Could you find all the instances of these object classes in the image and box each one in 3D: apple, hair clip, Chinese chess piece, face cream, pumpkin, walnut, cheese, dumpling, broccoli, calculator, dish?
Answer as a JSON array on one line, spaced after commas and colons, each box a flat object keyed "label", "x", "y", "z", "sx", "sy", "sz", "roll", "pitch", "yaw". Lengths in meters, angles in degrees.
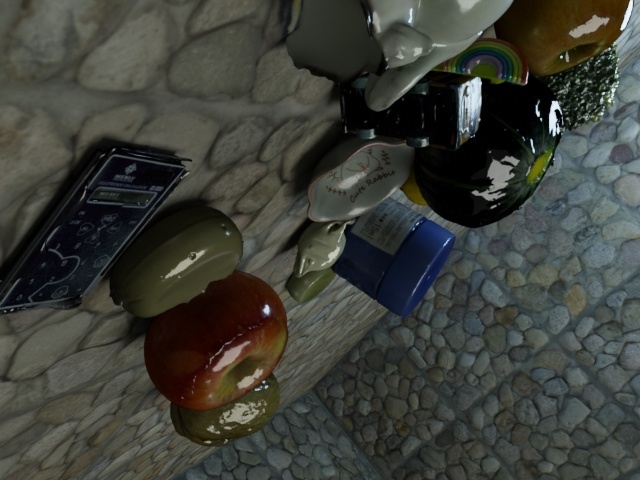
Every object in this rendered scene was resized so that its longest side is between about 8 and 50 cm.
[{"label": "apple", "x": -0.195, "y": 0.177, "z": 1.099, "sx": 0.272, "sy": 0.206, "sz": 0.251, "roll": -43, "pitch": 153, "yaw": -3}, {"label": "hair clip", "x": 0.176, "y": -0.235, "z": 0.762, "sx": 0.060, "sy": 0.188, "sz": 0.033, "roll": -66, "pitch": 150, "yaw": -20}, {"label": "apple", "x": 0.408, "y": -0.408, "z": 1.013, "sx": 0.236, "sy": 0.208, "sz": 0.237, "roll": -15, "pitch": 168, "yaw": -3}, {"label": "Chinese chess piece", "x": -0.022, "y": 0.100, "z": 1.544, "sx": 0.144, "sy": 0.058, "sz": 0.144, "roll": -38, "pitch": 161, "yaw": -15}, {"label": "face cream", "x": 0.184, "y": 0.035, "z": 1.493, "sx": 0.249, "sy": 0.225, "sz": 0.249, "roll": -48, "pitch": 160, "yaw": -24}, {"label": "pumpkin", "x": 0.284, "y": -0.175, "z": 1.108, "sx": 0.295, "sy": 0.296, "sz": 0.296, "roll": -38, "pitch": 163, "yaw": -13}, {"label": "walnut", "x": -0.239, "y": 0.381, "z": 1.479, "sx": 0.282, "sy": 0.227, "sz": 0.283, "roll": -10, "pitch": 104, "yaw": -46}, {"label": "cheese", "x": -0.216, "y": 0.033, "z": 0.876, "sx": 0.202, "sy": 0.091, "sz": 0.175, "roll": -31, "pitch": 161, "yaw": -27}, {"label": "dumpling", "x": -0.002, "y": 0.001, "z": 1.308, "sx": 0.134, "sy": 0.099, "sz": 0.170, "roll": -111, "pitch": -140, "yaw": -71}, {"label": "broccoli", "x": 0.521, "y": -0.343, "z": 1.312, "sx": 0.301, "sy": 0.249, "sz": 0.375, "roll": -29, "pitch": 154, "yaw": -29}, {"label": "calculator", "x": -0.281, "y": -0.008, "z": 0.728, "sx": 0.274, "sy": 0.028, "sz": 0.165, "roll": -47, "pitch": 163, "yaw": 17}, {"label": "dish", "x": 0.059, "y": -0.129, "z": 1.081, "sx": 0.229, "sy": 0.081, "sz": 0.229, "roll": -23, "pitch": 155, "yaw": -11}]

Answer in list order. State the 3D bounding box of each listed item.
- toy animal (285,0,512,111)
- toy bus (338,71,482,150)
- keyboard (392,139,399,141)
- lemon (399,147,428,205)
[{"label": "toy animal", "x": 0.102, "y": -0.281, "z": 0.647, "sx": 0.289, "sy": 0.174, "sz": 0.249, "roll": -39, "pitch": 164, "yaw": -3}, {"label": "toy bus", "x": 0.133, "y": -0.199, "z": 0.859, "sx": 0.114, "sy": 0.200, "sz": 0.098, "roll": -32, "pitch": 127, "yaw": -40}, {"label": "keyboard", "x": 0.198, "y": -0.247, "z": 1.214, "sx": 0.381, "sy": 0.041, "sz": 0.103, "roll": -28, "pitch": 160, "yaw": -22}, {"label": "lemon", "x": 0.256, "y": -0.169, "z": 1.304, "sx": 0.207, "sy": 0.170, "sz": 0.170, "roll": -39, "pitch": 163, "yaw": -10}]
